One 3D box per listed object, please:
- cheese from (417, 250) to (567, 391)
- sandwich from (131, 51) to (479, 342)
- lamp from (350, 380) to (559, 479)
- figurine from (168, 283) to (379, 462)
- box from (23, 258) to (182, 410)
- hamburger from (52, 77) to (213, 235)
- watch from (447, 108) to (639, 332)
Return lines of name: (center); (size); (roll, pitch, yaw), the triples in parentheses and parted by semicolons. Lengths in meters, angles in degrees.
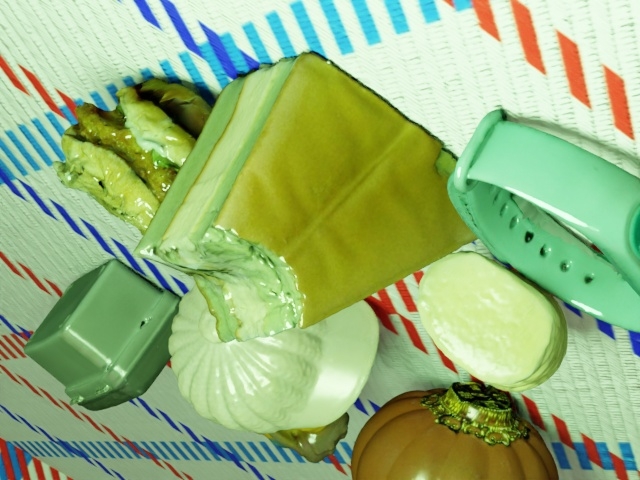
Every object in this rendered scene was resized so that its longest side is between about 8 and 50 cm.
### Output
cheese: (0.146, 0.067, 1.611); (0.123, 0.094, 0.167); (47, -176, 14)
sandwich: (0.000, 0.000, 1.539); (0.227, 0.198, 0.155); (34, 160, -21)
lamp: (0.141, 0.246, 2.038); (0.223, 0.196, 0.223); (16, -160, -6)
figurine: (-0.060, 0.136, 2.036); (0.204, 0.185, 0.332); (-7, 160, -10)
box: (-0.255, 0.115, 2.311); (0.129, 0.148, 0.210); (39, 158, -12)
hamburger: (-0.114, -0.057, 1.675); (0.183, 0.130, 0.206); (39, -173, 39)
watch: (0.193, -0.010, 1.454); (0.195, 0.068, 0.237); (19, 164, 46)
